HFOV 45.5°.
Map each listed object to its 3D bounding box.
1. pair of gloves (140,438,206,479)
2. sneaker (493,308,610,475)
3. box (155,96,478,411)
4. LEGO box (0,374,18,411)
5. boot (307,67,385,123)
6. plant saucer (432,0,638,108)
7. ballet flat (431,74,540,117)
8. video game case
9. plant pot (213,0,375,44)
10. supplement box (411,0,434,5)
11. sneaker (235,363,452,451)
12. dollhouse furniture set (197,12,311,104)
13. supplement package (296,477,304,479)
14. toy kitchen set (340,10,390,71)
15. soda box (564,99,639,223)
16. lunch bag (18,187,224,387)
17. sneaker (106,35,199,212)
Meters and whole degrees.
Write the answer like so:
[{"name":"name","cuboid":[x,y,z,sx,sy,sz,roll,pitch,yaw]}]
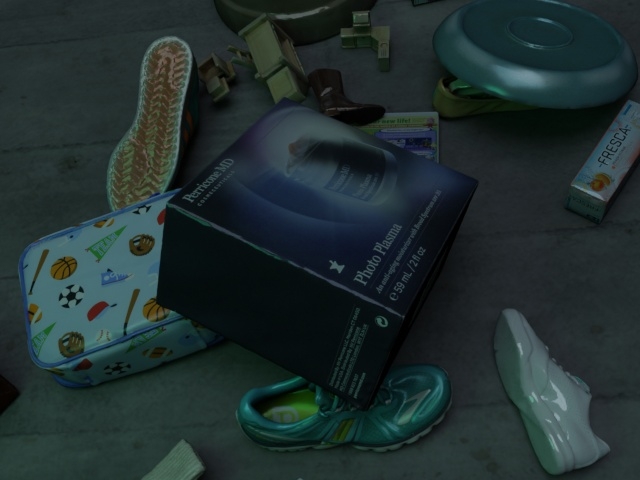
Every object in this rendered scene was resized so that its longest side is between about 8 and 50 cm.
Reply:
[{"name":"pair of gloves","cuboid":[-0.198,0.353,0.868,0.204,0.042,0.240,-46,30,-1]},{"name":"sneaker","cuboid":[0.290,0.181,0.959,0.094,0.080,0.212,-12,66,-12]},{"name":"box","cuboid":[0.000,0.000,0.955,0.294,0.182,0.296,24,42,11]},{"name":"LEGO box","cuboid":[-0.727,0.250,0.992,0.373,0.193,0.500,33,70,23]},{"name":"boot","cuboid":[0.040,-0.236,1.218,0.107,0.037,0.114,-6,53,-12]},{"name":"plant saucer","cuboid":[0.334,-0.306,1.178,0.318,0.043,0.317,3,42,-3]},{"name":"ballet flat","cuboid":[0.291,-0.241,1.192,0.233,0.073,0.080,-12,60,1]},{"name":"video game case","cuboid":[0.076,-0.116,1.181,0.213,0.023,0.193,0,60,9]},{"name":"plant pot","cuboid":[-0.057,-0.549,1.303,0.324,0.280,0.323,-3,59,6]},{"name":"supplement box","cuboid":[0.197,-0.455,1.346,0.083,0.043,0.054,-11,60,1]},{"name":"sneaker","cuboid":[0.031,0.207,0.952,0.276,0.110,0.107,-11,59,1]},{"name":"dollhouse furniture set","cuboid":[-0.102,-0.244,1.263,0.161,0.101,0.181,-32,58,19]},{"name":"supplement package","cuboid":[-0.057,0.423,0.749,0.178,0.175,0.293,33,48,23]},{"name":"toy kitchen set","cuboid":[0.074,-0.334,1.280,0.083,0.068,0.075,-1,60,8]},{"name":"soda box","cuboid":[0.426,-0.116,1.105,0.058,0.063,0.183,31,68,23]},{"name":"lunch bag","cuboid":[-0.265,0.058,1.083,0.304,0.115,0.243,-19,57,-2]},{"name":"sneaker","cuboid":[-0.251,-0.164,1.220,0.108,0.121,0.302,14,84,8]}]
